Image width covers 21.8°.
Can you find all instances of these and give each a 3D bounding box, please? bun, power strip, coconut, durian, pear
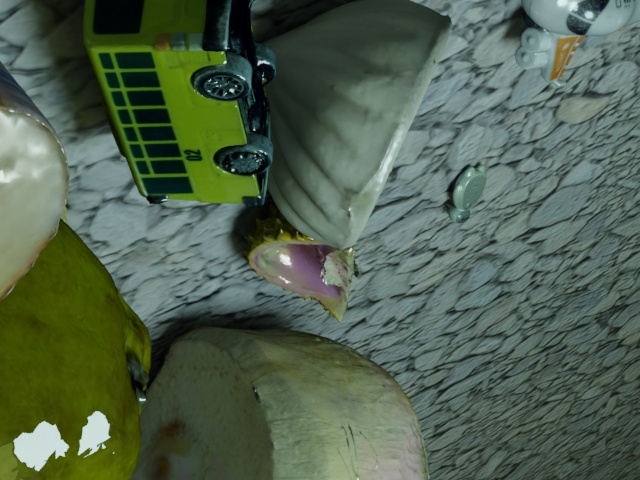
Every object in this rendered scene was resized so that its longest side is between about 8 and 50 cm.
[{"bbox_3d":[0.005,-0.135,1.649,0.263,0.175,0.263,-155,-90,-88],"label":"bun"},{"bbox_3d":[0.183,-0.062,2.129,0.055,0.035,0.083,-12,129,-44],"label":"power strip"},{"bbox_3d":[-0.046,0.295,1.989,0.405,0.404,0.404,-31,152,-18],"label":"coconut"},{"bbox_3d":[0.001,0.000,1.864,0.165,0.132,0.182,-49,157,10],"label":"durian"},{"bbox_3d":[-0.342,0.101,1.327,0.414,0.352,0.352,14,128,-19],"label":"pear"}]

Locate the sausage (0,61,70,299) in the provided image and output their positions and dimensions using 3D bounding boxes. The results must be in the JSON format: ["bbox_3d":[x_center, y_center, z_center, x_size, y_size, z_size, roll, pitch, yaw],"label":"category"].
[{"bbox_3d":[-0.334,-0.092,1.113,0.233,0.287,0.233,-31,153,-18],"label":"sausage"}]

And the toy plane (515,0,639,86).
[{"bbox_3d":[0.320,-0.275,1.874,0.245,0.117,0.244,-31,154,-17],"label":"toy plane"}]

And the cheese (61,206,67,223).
[{"bbox_3d":[-0.275,-0.022,1.572,0.030,0.044,0.083,-38,161,34],"label":"cheese"}]

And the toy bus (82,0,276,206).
[{"bbox_3d":[-0.119,-0.142,1.463,0.150,0.128,0.262,-1,150,6],"label":"toy bus"}]
